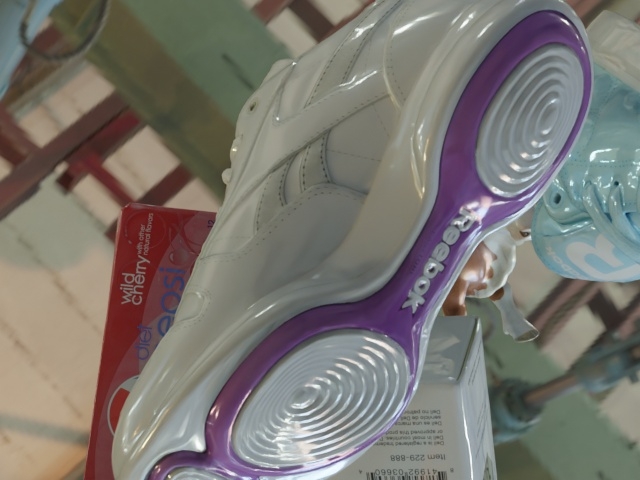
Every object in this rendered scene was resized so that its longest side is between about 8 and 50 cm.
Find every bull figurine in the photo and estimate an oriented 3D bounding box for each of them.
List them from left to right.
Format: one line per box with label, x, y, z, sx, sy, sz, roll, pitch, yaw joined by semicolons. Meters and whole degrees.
bull figurine;0.089;0.011;1.502;0.101;0.310;0.188;-31;-67;-43

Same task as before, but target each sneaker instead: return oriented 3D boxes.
sneaker;0.000;0.000;0.826;0.305;0.152;0.114;-51;-47;-5
sneaker;0.202;-0.020;0.980;0.135;0.366;0.150;36;-82;-15

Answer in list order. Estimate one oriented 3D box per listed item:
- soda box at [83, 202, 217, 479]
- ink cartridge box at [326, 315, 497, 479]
soda box;-0.133;0.107;1.383;0.092;0.083;0.263;6;-110;-3
ink cartridge box;0.033;0.216;1.386;0.121;0.211;0.289;-62;-32;-64
